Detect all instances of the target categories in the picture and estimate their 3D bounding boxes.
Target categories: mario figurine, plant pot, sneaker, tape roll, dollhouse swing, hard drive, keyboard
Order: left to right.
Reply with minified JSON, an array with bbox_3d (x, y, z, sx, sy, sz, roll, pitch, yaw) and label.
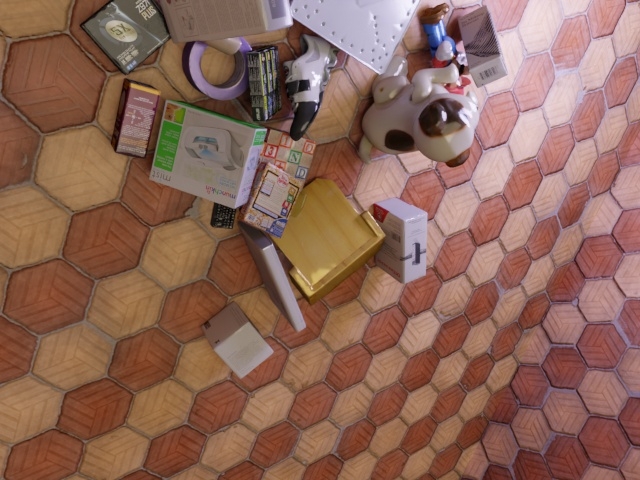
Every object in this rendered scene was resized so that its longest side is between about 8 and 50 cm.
[{"bbox_3d":[-0.285,-0.495,1.399,0.189,0.080,0.188,-13,119,-26],"label":"tape roll"},{"bbox_3d":[-0.287,-0.123,1.609,0.108,0.023,0.180,3,111,-32],"label":"keyboard"},{"bbox_3d":[-0.162,0.114,1.663,0.047,0.233,0.352,-29,124,-15],"label":"hard drive"},{"bbox_3d":[-0.094,-0.122,1.652,0.081,0.081,0.083,15,95,-5],"label":"plant pot"},{"bbox_3d":[-0.062,-0.466,1.512,0.146,0.122,0.330,20,80,-21],"label":"sneaker"},{"bbox_3d":[0.000,0.000,1.815,0.347,0.305,0.315,-39,168,-9],"label":"dollhouse swing"},{"bbox_3d":[0.455,-0.642,1.712,0.198,0.170,0.320,-35,124,-14],"label":"mario figurine"}]

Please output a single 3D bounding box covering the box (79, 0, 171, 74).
[{"bbox_3d":[-0.483,-0.537,1.263,0.180,0.077,0.147,-43,126,-6],"label":"box"}]

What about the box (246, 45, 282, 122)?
[{"bbox_3d":[-0.159,-0.454,1.439,0.045,0.184,0.190,5,118,13],"label":"box"}]

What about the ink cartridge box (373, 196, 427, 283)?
[{"bbox_3d":[0.303,-0.002,1.905,0.114,0.197,0.272,-17,120,-23],"label":"ink cartridge box"}]

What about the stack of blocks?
[{"bbox_3d":[-0.178,-0.270,1.563,0.297,0.087,0.171,8,108,-33],"label":"stack of blocks"}]

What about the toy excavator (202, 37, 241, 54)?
[{"bbox_3d":[-0.157,-0.740,1.207,0.223,0.433,0.444,17,62,-35],"label":"toy excavator"}]

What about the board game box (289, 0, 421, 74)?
[{"bbox_3d":[0.130,-0.743,1.434,0.390,0.050,0.389,17,107,-40],"label":"board game box"}]

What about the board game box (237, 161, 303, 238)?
[{"bbox_3d":[-0.151,-0.123,1.532,0.147,0.045,0.193,28,80,-36],"label":"board game box"}]

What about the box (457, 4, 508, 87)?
[{"bbox_3d":[0.547,-0.658,1.687,0.113,0.275,0.094,-20,143,27],"label":"box"}]

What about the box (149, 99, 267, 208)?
[{"bbox_3d":[-0.314,-0.242,1.398,0.262,0.127,0.231,20,105,4],"label":"box"}]

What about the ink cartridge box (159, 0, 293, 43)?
[{"bbox_3d":[-0.244,-0.610,1.098,0.091,0.385,0.308,-33,123,-35],"label":"ink cartridge box"}]

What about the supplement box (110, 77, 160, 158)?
[{"bbox_3d":[-0.498,-0.326,1.337,0.081,0.104,0.188,9,107,-33],"label":"supplement box"}]

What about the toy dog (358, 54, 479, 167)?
[{"bbox_3d":[0.322,-0.392,1.600,0.395,0.408,0.284,-40,126,-9],"label":"toy dog"}]

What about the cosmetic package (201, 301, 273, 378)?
[{"bbox_3d":[-0.292,0.348,1.749,0.151,0.151,0.183,-38,127,-10],"label":"cosmetic package"}]
